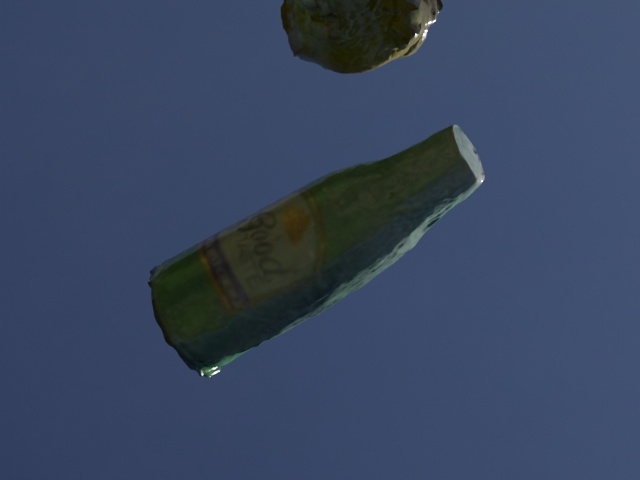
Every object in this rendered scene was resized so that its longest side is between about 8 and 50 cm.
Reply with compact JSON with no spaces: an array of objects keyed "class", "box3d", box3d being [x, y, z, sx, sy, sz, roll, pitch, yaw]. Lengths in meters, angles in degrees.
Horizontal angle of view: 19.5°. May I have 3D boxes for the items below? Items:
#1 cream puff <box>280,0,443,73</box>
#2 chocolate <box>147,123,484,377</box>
[{"class":"cream puff","box3d":[0.037,-0.280,1.551,0.185,0.282,0.282,-12,-132,15]},{"class":"chocolate","box3d":[0.000,0.000,1.512,0.291,0.110,0.110,-31,-135,20]}]
